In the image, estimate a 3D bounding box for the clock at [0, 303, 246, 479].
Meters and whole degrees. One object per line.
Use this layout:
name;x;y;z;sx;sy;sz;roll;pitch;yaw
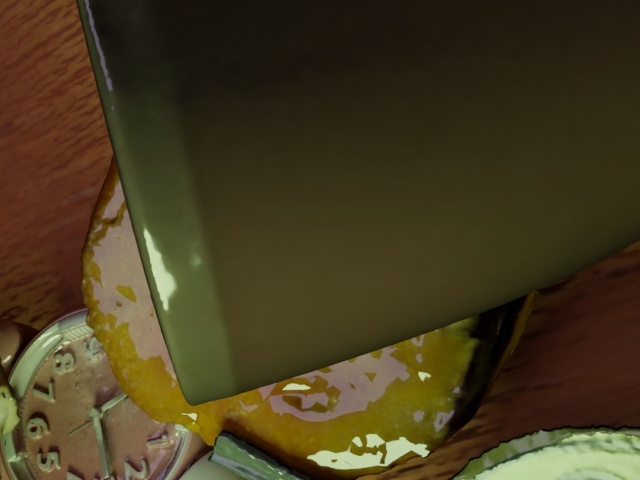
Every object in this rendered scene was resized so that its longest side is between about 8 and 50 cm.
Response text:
clock;-0.113;0.108;0.762;0.162;0.093;0.165;-12;72;20

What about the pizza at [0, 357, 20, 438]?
pizza;-0.289;0.145;0.781;0.409;0.114;0.277;-31;55;52

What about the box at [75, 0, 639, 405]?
box;0.015;-0.104;0.484;0.216;0.301;0.301;-15;74;-7

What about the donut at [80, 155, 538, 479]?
donut;0.000;-0.003;0.655;0.254;0.118;0.253;-2;81;10

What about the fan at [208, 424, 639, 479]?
fan;0.095;0.175;0.599;0.335;0.011;0.229;25;111;10
